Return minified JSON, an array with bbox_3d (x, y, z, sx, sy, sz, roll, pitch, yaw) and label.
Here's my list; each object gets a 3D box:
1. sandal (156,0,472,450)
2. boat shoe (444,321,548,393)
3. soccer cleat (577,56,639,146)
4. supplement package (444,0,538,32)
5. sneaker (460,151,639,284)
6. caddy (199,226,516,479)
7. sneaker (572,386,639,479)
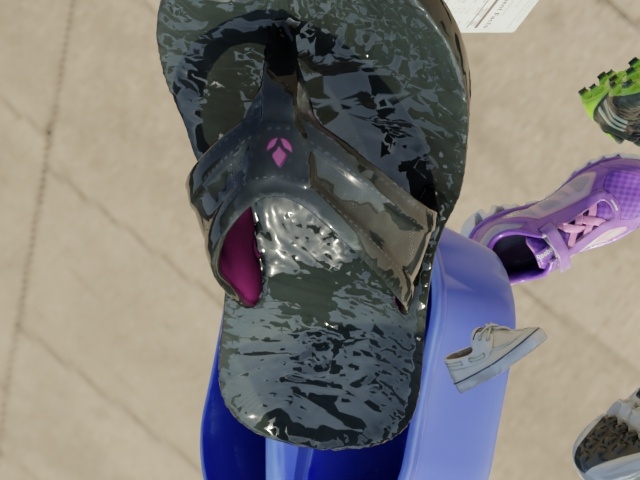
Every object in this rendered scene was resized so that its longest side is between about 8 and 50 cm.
[{"bbox_3d":[0.002,0.001,1.083,0.167,0.107,0.446,1,139,7],"label":"sandal"},{"bbox_3d":[0.119,0.075,1.321,0.035,0.035,0.100,57,146,3],"label":"boat shoe"},{"bbox_3d":[0.282,-0.121,1.680,0.072,0.060,0.179,52,174,-4],"label":"soccer cleat"},{"bbox_3d":[0.127,-0.356,1.759,0.204,0.145,0.262,-53,49,51],"label":"supplement package"},{"bbox_3d":[0.260,-0.012,2.030,0.236,0.104,0.095,-24,105,15],"label":"sneaker"},{"bbox_3d":[0.019,0.116,1.623,0.241,0.341,0.179,7,174,41],"label":"caddy"},{"bbox_3d":[0.334,0.160,1.441,0.110,0.292,0.118,-127,29,-63],"label":"sneaker"}]
